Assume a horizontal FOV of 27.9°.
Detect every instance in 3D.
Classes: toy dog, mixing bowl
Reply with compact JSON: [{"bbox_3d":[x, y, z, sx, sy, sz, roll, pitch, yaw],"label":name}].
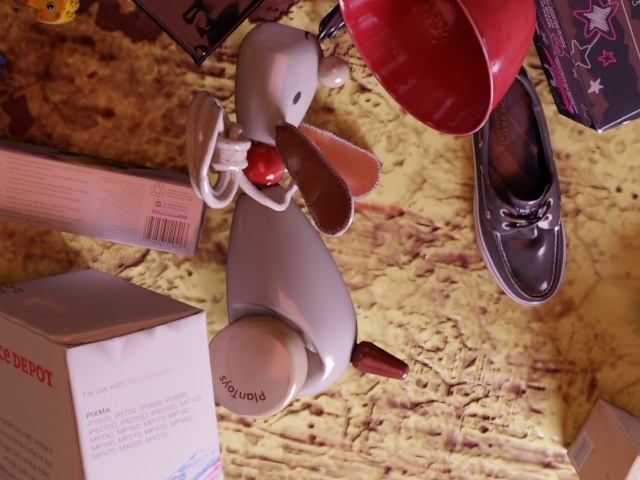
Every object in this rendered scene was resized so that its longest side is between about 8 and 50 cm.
[{"bbox_3d":[0.000,0.000,1.071,0.161,0.220,0.333,4,120,11],"label":"toy dog"},{"bbox_3d":[0.107,-0.187,1.040,0.098,0.181,0.181,-37,102,-21],"label":"mixing bowl"}]

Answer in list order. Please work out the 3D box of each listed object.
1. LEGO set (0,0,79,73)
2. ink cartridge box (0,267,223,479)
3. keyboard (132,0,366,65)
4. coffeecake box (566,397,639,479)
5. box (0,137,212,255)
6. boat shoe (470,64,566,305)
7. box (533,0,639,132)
[{"bbox_3d":[-0.263,-0.187,1.070,0.093,0.087,0.227,24,101,9],"label":"LEGO set"},{"bbox_3d":[-0.184,0.195,1.079,0.131,0.226,0.306,-12,104,-33],"label":"ink cartridge box"},{"bbox_3d":[-0.009,-0.275,1.091,0.201,0.033,0.317,44,98,-9],"label":"keyboard"},{"bbox_3d":[0.330,0.230,1.156,0.185,0.142,0.068,26,101,-7],"label":"coffeecake box"},{"bbox_3d":[-0.258,-0.051,1.114,0.324,0.063,0.067,10,100,-4],"label":"box"},{"bbox_3d":[0.175,-0.047,1.123,0.080,0.076,0.228,-7,102,0],"label":"boat shoe"},{"bbox_3d":[0.243,-0.237,1.051,0.163,0.142,0.247,-22,103,2],"label":"box"}]
